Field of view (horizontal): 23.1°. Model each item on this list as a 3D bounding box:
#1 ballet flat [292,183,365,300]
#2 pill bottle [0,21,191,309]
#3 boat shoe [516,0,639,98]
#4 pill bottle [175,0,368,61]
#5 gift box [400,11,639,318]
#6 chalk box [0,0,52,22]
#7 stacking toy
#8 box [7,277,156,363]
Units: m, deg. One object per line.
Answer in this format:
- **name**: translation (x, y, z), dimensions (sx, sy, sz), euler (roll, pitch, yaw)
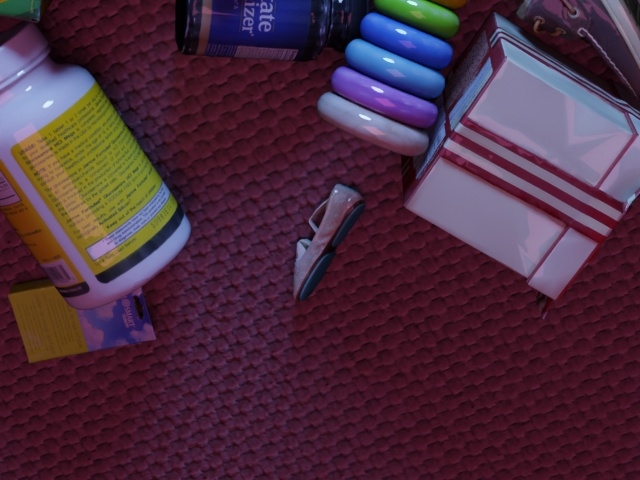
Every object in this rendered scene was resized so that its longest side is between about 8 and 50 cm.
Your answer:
- **ballet flat**: translation (0.000, 0.000, 2.044), dimensions (0.052, 0.057, 0.168), euler (37, 107, 17)
- **pill bottle**: translation (-0.320, -0.095, 1.935), dimensions (0.188, 0.188, 0.334), euler (-28, 109, 12)
- **boat shoe**: translation (0.290, -0.301, 1.874), dimensions (0.123, 0.123, 0.342), euler (-31, 104, 22)
- **pill bottle**: translation (-0.059, -0.277, 1.877), dimensions (0.219, 0.123, 0.122), euler (1, 113, -13)
- **gift box**: translation (0.256, -0.084, 1.880), dimensions (0.258, 0.276, 0.255), euler (29, 115, -11)
- **chalk box**: translation (-0.448, -0.380, 1.827), dimensions (0.289, 0.180, 0.179), euler (9, 112, -3)
- **stacking toy**: translation (0.119, -0.270, 1.815), dimensions (0.141, 0.141, 0.330), euler (22, 99, -7)
- **box**: translation (-0.315, 0.095, 2.090), dimensions (0.178, 0.042, 0.109), euler (-11, 112, 6)
